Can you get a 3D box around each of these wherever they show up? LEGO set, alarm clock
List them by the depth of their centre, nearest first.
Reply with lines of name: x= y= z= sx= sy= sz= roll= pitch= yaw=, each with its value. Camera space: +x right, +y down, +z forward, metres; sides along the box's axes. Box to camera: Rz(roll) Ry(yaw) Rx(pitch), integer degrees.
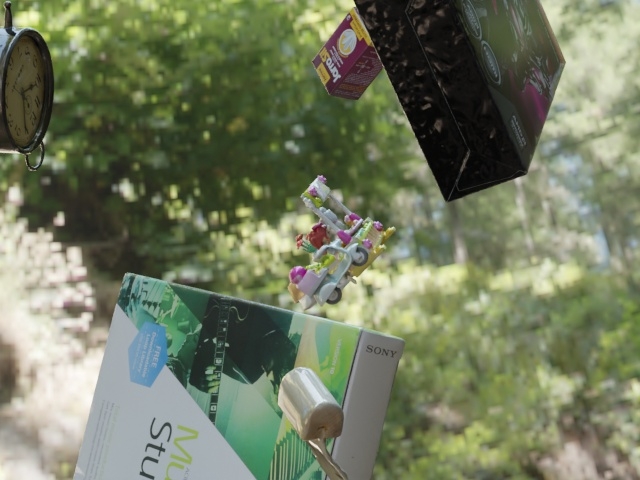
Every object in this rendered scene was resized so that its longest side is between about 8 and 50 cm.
alarm clock: x=-0.321 y=-0.142 z=1.699 sx=0.064 sy=0.129 sz=0.192 roll=2 pitch=-39 yaw=16
LEGO set: x=0.000 y=0.000 z=1.865 sx=0.132 sy=0.107 sz=0.287 roll=-47 pitch=3 yaw=-5

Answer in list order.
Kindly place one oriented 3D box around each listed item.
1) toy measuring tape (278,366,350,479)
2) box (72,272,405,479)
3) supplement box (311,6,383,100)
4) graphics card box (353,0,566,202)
toy measuring tape: x=0.094 y=0.161 z=0.875 sx=0.121 sy=0.121 sz=0.330 roll=-20 pitch=-53 yaw=14
box: x=-0.082 y=0.163 z=1.374 sx=0.058 sy=0.232 sz=0.322 roll=16 pitch=-4 yaw=-44
supplement box: x=0.037 y=-0.197 z=1.733 sx=0.043 sy=0.055 sz=0.083 roll=5 pitch=-45 yaw=-41
graphics card box: x=0.148 y=-0.214 z=1.645 sx=0.094 sy=0.371 sz=0.233 roll=-19 pitch=-74 yaw=22
